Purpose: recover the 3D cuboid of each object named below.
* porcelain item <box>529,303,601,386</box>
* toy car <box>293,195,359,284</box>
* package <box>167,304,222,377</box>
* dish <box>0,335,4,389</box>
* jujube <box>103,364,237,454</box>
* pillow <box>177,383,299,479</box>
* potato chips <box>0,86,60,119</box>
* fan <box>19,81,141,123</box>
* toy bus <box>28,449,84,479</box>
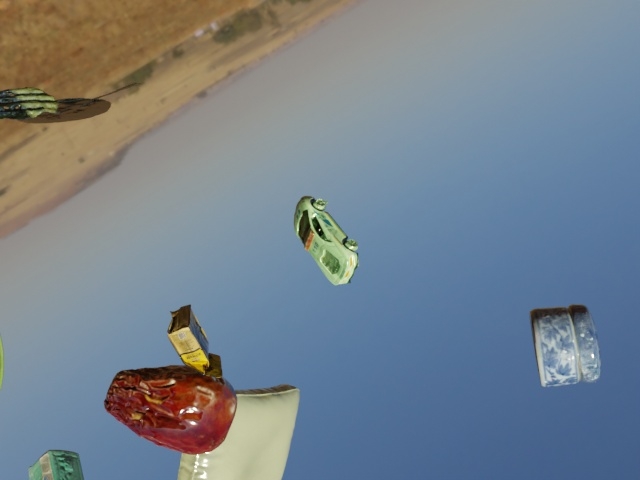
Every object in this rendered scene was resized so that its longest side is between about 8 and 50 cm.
[{"bbox_3d":[0.448,0.191,1.505,0.114,0.147,0.147,-8,-162,12],"label":"porcelain item"},{"bbox_3d":[0.000,0.000,1.453,0.058,0.186,0.093,-13,142,-34],"label":"toy car"},{"bbox_3d":[-0.217,0.180,1.416,0.047,0.131,0.071,-23,-147,2],"label":"package"},{"bbox_3d":[-0.586,0.169,1.067,0.324,0.324,0.124,-37,-174,-25],"label":"dish"},{"bbox_3d":[-0.271,0.296,1.491,0.168,0.236,0.168,-164,-90,-90],"label":"jujube"},{"bbox_3d":[-0.172,0.440,1.786,0.119,0.255,0.322,15,-176,36],"label":"pillow"},{"bbox_3d":[-0.626,-0.264,1.629,0.207,0.092,0.028,-16,143,-27],"label":"potato chips"},{"bbox_3d":[-0.589,-0.349,2.089,0.233,0.012,0.414,13,-152,26],"label":"fan"},{"bbox_3d":[-0.485,0.524,1.546,0.109,0.091,0.262,-47,-131,21],"label":"toy bus"}]
